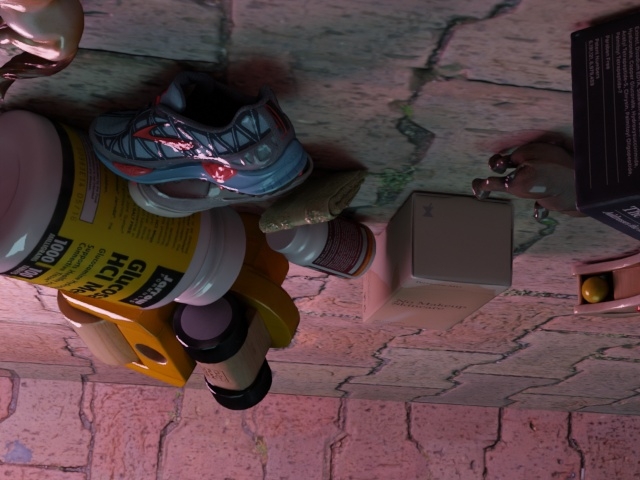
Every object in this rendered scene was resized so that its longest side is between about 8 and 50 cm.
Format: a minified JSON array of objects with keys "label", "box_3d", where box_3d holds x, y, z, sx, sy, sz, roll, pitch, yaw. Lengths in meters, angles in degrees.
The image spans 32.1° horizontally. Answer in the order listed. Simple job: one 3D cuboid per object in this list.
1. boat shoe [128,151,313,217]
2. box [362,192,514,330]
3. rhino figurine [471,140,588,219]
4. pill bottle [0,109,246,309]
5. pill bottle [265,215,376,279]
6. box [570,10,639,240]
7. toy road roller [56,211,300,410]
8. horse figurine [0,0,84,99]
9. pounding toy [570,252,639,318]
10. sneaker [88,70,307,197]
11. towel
[{"label":"boat shoe","box_3d":[-0.108,-0.080,1.275,0.227,0.079,0.081,-8,168,-38]},{"label":"box","box_3d":[0.161,0.038,1.597,0.148,0.121,0.311,5,164,-7]},{"label":"rhino figurine","box_3d":[0.302,-0.062,1.320,0.243,0.073,0.106,13,164,-36]},{"label":"pill bottle","box_3d":[-0.255,-0.021,1.341,0.188,0.188,0.334,-12,159,40]},{"label":"pill bottle","box_3d":[0.000,0.000,1.557,0.086,0.086,0.152,-13,158,42]},{"label":"box","box_3d":[0.447,-0.094,0.997,0.312,0.179,0.343,-14,158,41]},{"label":"toy road roller","box_3d":[-0.185,0.076,1.606,0.330,0.240,0.202,14,150,22]},{"label":"horse figurine","box_3d":[-0.269,-0.201,0.947,0.174,0.066,0.263,7,162,6]},{"label":"pounding toy","box_3d":[0.510,0.096,1.679,0.269,0.154,0.154,-11,163,40]},{"label":"sneaker","box_3d":[-0.138,-0.130,1.166,0.262,0.104,0.125,7,134,26]},{"label":"towel","box_3d":[-0.009,-0.051,1.355,0.110,0.027,0.148,-12,-161,24]}]
